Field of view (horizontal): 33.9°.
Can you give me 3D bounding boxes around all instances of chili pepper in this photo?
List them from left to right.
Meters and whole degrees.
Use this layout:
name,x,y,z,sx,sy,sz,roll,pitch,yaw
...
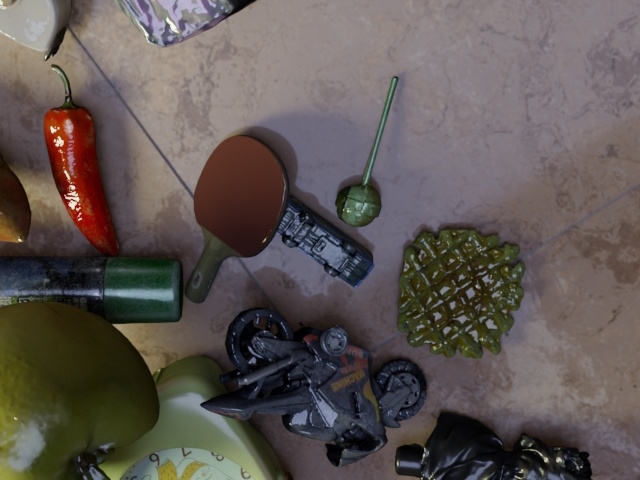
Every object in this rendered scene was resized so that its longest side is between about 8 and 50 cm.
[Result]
name,x,y,z,sx,sy,sz,roll,pitch,yaw
chili pepper,-0.319,-0.097,1.381,0.071,0.063,0.272,-4,109,17

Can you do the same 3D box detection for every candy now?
name,x,y,z,sx,sy,sz,roll,pitch,yaw
candy,0.068,-0.115,1.366,0.061,0.061,0.203,15,98,-1

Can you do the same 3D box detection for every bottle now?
name,x,y,z,sx,sy,sz,roll,pitch,yaw
bottle,-0.351,0.067,1.398,0.329,0.093,0.093,1,106,-3

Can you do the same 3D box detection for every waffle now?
name,x,y,z,sx,sy,sz,roll,pitch,yaw
waffle,0.188,0.072,1.414,0.169,0.036,0.184,7,107,-1

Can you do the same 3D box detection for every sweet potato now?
name,x,y,z,sx,sy,sz,roll,pitch,yaw
sweet potato,-0.515,-0.132,1.360,0.385,0.109,0.109,41,104,4

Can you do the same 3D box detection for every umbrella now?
name,x,y,z,sx,sy,sz,roll,pitch,yaw
umbrella,0.239,0.314,1.451,0.272,0.110,0.122,6,107,6

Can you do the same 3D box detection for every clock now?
name,x,y,z,sx,sy,sz,roll,pitch,yaw
clock,-0.179,0.362,1.476,0.286,0.117,0.348,-34,103,12

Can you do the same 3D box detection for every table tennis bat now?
name,x,y,z,sx,sy,sz,roll,pitch,yaw
table tennis bat,-0.122,-0.023,1.387,0.138,0.022,0.247,38,115,23

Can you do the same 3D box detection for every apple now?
name,x,y,z,sx,sy,sz,roll,pitch,yaw
apple,-0.336,0.222,1.278,0.291,0.254,0.292,-14,112,-37

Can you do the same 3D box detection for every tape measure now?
name,x,y,z,sx,sy,sz,roll,pitch,yaw
tape measure,-0.398,-0.360,1.274,0.236,0.120,0.197,26,112,-10

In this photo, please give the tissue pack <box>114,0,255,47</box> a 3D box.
name,x,y,z,sx,sy,sz,roll,pitch,yaw
tissue pack,-0.172,-0.349,1.142,0.122,0.361,0.259,-31,101,11

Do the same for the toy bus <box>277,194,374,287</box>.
name,x,y,z,sx,sy,sz,roll,pitch,yaw
toy bus,0.000,0.000,1.389,0.153,0.061,0.051,36,106,-9

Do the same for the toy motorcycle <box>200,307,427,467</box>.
name,x,y,z,sx,sy,sz,roll,pitch,yaw
toy motorcycle,0.000,0.203,1.398,0.307,0.108,0.173,21,79,-19
